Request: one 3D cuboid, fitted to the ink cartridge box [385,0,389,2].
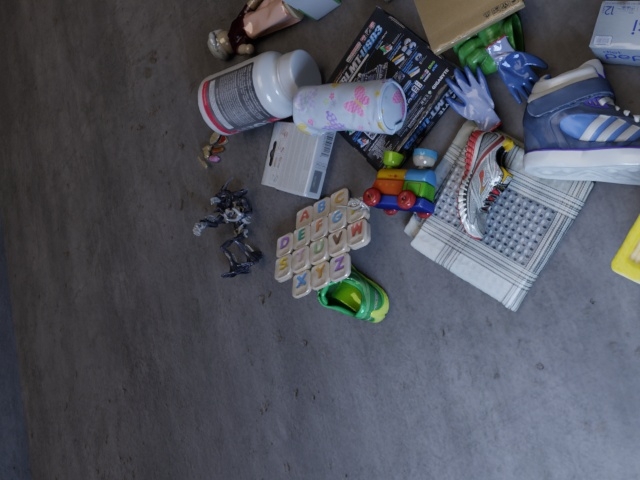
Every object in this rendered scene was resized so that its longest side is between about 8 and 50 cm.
[{"bbox_3d":[0.088,-0.737,1.441,0.117,0.207,0.282,-40,63,28],"label":"ink cartridge box"}]

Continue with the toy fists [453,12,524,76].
[{"bbox_3d":[0.345,-0.491,1.296,0.142,0.096,0.278,-10,81,37],"label":"toy fists"}]

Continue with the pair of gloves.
[{"bbox_3d":[0.364,-0.320,1.242,0.198,0.023,0.159,-35,89,21],"label":"pair of gloves"}]

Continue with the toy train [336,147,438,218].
[{"bbox_3d":[0.145,-0.136,1.350,0.248,0.105,0.143,8,83,39],"label":"toy train"}]

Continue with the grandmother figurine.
[{"bbox_3d":[-0.196,-0.606,1.716,0.343,0.104,0.207,-14,50,38],"label":"grandmother figurine"}]

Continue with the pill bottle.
[{"bbox_3d":[-0.161,-0.400,1.614,0.319,0.176,0.176,-9,80,36],"label":"pill bottle"}]

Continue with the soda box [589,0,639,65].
[{"bbox_3d":[0.640,-0.358,1.059,0.286,0.098,0.091,18,95,36],"label":"soda box"}]

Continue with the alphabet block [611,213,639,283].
[{"bbox_3d":[0.622,0.012,0.974,0.192,0.197,0.193,32,104,34],"label":"alphabet block"}]

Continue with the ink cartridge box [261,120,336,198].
[{"bbox_3d":[-0.063,-0.221,1.614,0.232,0.066,0.188,21,99,57],"label":"ink cartridge box"}]

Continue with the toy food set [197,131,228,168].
[{"bbox_3d":[-0.317,-0.276,1.818,0.122,0.019,0.078,-47,61,15],"label":"toy food set"}]

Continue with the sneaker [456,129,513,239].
[{"bbox_3d":[0.334,-0.112,1.216,0.093,0.088,0.225,8,89,32],"label":"sneaker"}]

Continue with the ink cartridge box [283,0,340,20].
[{"bbox_3d":[-0.050,-0.714,1.572,0.093,0.160,0.219,-25,70,32],"label":"ink cartridge box"}]

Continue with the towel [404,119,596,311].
[{"bbox_3d":[0.354,-0.066,1.271,0.324,0.056,0.312,38,108,34],"label":"towel"}]

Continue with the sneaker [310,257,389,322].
[{"bbox_3d":[0.032,0.096,1.452,0.296,0.124,0.109,30,104,36],"label":"sneaker"}]

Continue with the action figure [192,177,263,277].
[{"bbox_3d":[-0.257,-0.045,1.675,0.164,0.141,0.275,-28,73,33],"label":"action figure"}]

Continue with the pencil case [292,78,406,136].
[{"bbox_3d":[0.062,-0.304,1.393,0.273,0.114,0.124,6,103,38],"label":"pencil case"}]

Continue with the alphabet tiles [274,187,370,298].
[{"bbox_3d":[0.000,0.000,1.470,0.284,0.021,0.277,-25,43,30],"label":"alphabet tiles"}]

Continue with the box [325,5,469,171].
[{"bbox_3d":[0.155,-0.353,1.438,0.293,0.073,0.295,49,115,30],"label":"box"}]

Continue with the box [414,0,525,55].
[{"bbox_3d":[0.302,-0.508,1.257,0.201,0.021,0.164,-23,75,29],"label":"box"}]

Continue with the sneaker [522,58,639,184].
[{"bbox_3d":[0.540,-0.232,1.105,0.323,0.130,0.236,5,80,29],"label":"sneaker"}]
